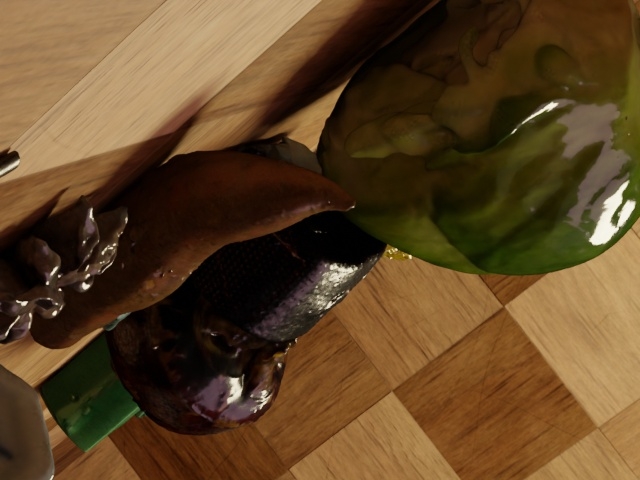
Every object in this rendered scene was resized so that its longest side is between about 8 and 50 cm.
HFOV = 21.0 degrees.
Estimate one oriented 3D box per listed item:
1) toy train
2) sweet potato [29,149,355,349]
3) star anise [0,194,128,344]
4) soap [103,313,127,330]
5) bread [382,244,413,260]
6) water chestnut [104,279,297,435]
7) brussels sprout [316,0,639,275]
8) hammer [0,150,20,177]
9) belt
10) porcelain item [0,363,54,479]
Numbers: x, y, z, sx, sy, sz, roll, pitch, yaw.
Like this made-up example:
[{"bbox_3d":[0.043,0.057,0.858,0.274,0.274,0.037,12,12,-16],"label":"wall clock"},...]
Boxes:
[{"bbox_3d":[-0.228,0.156,2.362,0.301,0.120,0.202,-40,173,24],"label":"toy train"},{"bbox_3d":[-0.137,-0.006,1.487,0.355,0.106,0.095,-26,-166,29],"label":"sweet potato"},{"bbox_3d":[-0.228,0.035,1.383,0.195,0.065,0.182,-39,176,-17],"label":"star anise"},{"bbox_3d":[-0.190,0.037,1.710,0.100,0.056,0.149,-40,-178,-16],"label":"soap"},{"bbox_3d":[0.095,-0.070,2.216,0.195,0.176,0.246,-37,177,-33],"label":"bread"},{"bbox_3d":[-0.124,0.100,1.910,0.238,0.223,0.224,-11,-163,45],"label":"water chestnut"},{"bbox_3d":[0.183,-0.122,1.681,0.371,0.315,0.276,-48,-153,47],"label":"brussels sprout"},{"bbox_3d":[-0.248,-0.012,1.033,0.182,0.017,0.062,-37,176,-38],"label":"hammer"},{"bbox_3d":[-0.044,0.003,1.765,0.164,0.184,0.289,-48,172,19],"label":"belt"},{"bbox_3d":[-0.375,0.227,1.433,0.242,0.178,0.405,-33,175,-39],"label":"porcelain item"}]
